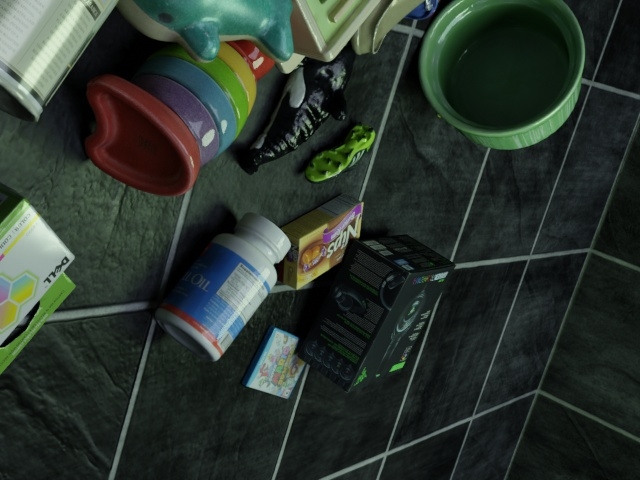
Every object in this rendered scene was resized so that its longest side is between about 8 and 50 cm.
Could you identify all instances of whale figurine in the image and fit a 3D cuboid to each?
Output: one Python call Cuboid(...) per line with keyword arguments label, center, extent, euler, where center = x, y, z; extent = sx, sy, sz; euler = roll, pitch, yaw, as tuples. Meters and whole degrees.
Cuboid(label="whale figurine", center=(-0.126, -0.317, 1.221), extent=(0.272, 0.141, 0.216), euler=(21, 55, -35))

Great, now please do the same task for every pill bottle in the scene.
Cuboid(label="pill bottle", center=(-0.146, 0.067, 1.570), extent=(0.221, 0.124, 0.124), euler=(-54, 148, -20))

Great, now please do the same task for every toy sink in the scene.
Cuboid(label="toy sink", center=(-0.010, -0.357, 1.450), extent=(0.153, 0.131, 0.234), euler=(-52, 142, -20))

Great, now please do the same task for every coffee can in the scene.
Cuboid(label="coffee can", center=(-0.294, -0.287, 1.010), extent=(0.275, 0.201, 0.201), euler=(-59, 149, -11))

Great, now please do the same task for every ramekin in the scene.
Cuboid(label="ramekin", center=(0.348, -0.319, 1.897), extent=(0.303, 0.303, 0.148), euler=(-63, 157, -4))

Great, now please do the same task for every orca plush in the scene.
Cuboid(label="orca plush", center=(-0.012, -0.217, 1.592), extent=(0.287, 0.102, 0.151), euler=(-49, 146, -25))

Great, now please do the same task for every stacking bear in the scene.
Cuboid(label="stacking bear", center=(-0.158, -0.207, 1.327), extent=(0.289, 0.164, 0.175), euler=(-55, 172, -35))

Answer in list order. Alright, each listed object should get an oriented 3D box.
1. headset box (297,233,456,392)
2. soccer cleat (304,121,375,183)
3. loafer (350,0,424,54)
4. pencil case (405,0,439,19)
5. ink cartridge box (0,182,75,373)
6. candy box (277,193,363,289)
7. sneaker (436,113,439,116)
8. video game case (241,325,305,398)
Cuboid(label="headset box", center=(0.108, 0.143, 1.960), extent=(0.246, 0.131, 0.283), euler=(-4, 124, -62))
Cuboid(label="soccer cleat", center=(0.036, -0.140, 1.771), extent=(0.179, 0.060, 0.072), euler=(-41, 155, -35))
Cuboid(label="loafer", center=(0.137, -0.401, 1.568), extent=(0.268, 0.092, 0.102), euler=(-60, 170, 10))
Cuboid(label="pencil case", center=(0.214, -0.510, 1.713), extent=(0.306, 0.119, 0.133), euler=(-53, 169, -22))
Cuboid(label="ink cartridge box", center=(-0.387, 0.072, 1.228), extent=(0.189, 0.097, 0.255), euler=(-53, 147, -19))
Cuboid(label="candy box", center=(0.000, 0.000, 1.816), extent=(0.187, 0.053, 0.109), euler=(-29, 135, -43))
Cuboid(label="sneaker", center=(0.326, -0.298, 2.080), extent=(0.209, 0.082, 0.069), euler=(-39, 139, -39))
Cuboid(label="video game case", center=(-0.078, 0.232, 1.899), extent=(0.119, 0.015, 0.166), euler=(-63, 149, -3))
